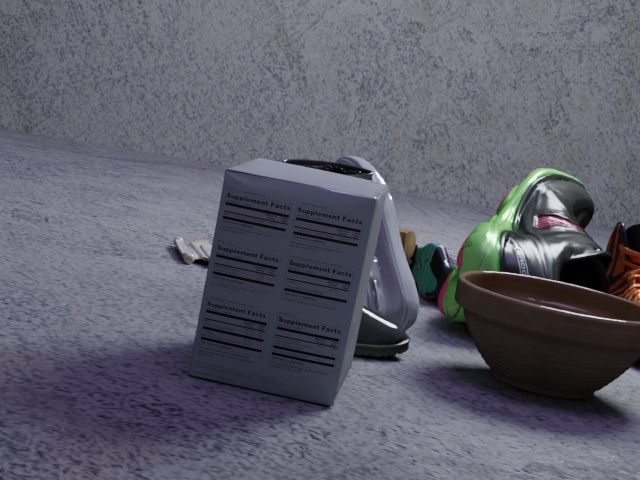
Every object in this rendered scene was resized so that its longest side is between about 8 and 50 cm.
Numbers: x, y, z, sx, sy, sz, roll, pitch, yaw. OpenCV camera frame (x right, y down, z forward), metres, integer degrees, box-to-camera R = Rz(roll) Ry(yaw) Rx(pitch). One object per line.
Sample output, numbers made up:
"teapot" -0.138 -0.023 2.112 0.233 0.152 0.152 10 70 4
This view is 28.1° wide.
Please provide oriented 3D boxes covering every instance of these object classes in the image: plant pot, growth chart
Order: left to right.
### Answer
"growth chart" -0.103 0.029 1.898 0.237 0.021 0.172 10 7 -6
"plant pot" 0.265 0.114 1.463 0.237 0.109 0.237 10 7 -1

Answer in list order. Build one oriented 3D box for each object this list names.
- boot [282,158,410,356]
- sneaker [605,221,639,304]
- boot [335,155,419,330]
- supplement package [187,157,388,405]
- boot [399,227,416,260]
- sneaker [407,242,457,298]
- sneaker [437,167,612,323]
"boot" 0.029 0.020 1.437 0.190 0.208 0.076 8 9 -17
"sneaker" 0.454 0.066 1.811 0.124 0.180 0.321 10 8 -9
"boot" 0.030 -0.001 1.606 0.123 0.095 0.258 2 54 -34
"supplement package" -0.027 0.034 1.283 0.149 0.203 0.194 12 7 5
"boot" 0.000 -0.001 1.928 0.211 0.104 0.295 11 7 23
"sneaker" 0.198 0.048 1.969 0.098 0.083 0.223 15 6 -9
"sneaker" 0.320 0.039 1.849 0.202 0.185 0.483 30 29 11
